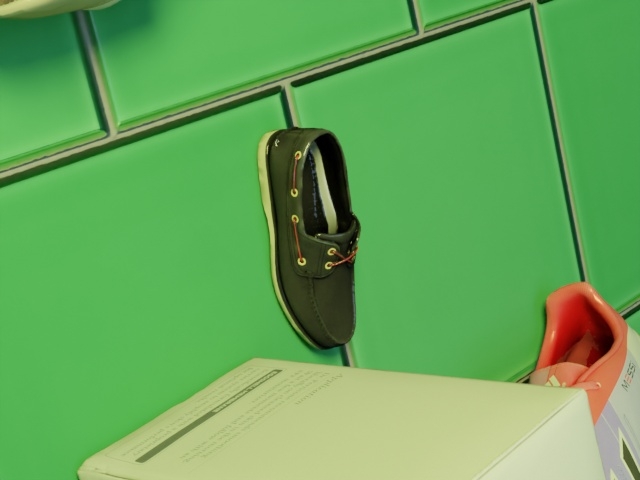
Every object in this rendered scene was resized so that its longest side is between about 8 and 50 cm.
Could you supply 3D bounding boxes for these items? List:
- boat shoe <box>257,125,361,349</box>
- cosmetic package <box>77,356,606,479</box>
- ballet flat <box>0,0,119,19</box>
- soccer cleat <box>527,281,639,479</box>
[{"bbox_3d":[-0.001,0.001,0.737,0.049,0.042,0.133,-23,107,-44],"label":"boat shoe"},{"bbox_3d":[0.028,0.190,0.637,0.138,0.224,0.224,-29,111,-40],"label":"cosmetic package"},{"bbox_3d":[-0.082,-0.170,0.637,0.086,0.086,0.248,53,55,-31],"label":"ballet flat"},{"bbox_3d":[0.157,0.145,0.801,0.116,0.108,0.318,60,28,-18],"label":"soccer cleat"}]
